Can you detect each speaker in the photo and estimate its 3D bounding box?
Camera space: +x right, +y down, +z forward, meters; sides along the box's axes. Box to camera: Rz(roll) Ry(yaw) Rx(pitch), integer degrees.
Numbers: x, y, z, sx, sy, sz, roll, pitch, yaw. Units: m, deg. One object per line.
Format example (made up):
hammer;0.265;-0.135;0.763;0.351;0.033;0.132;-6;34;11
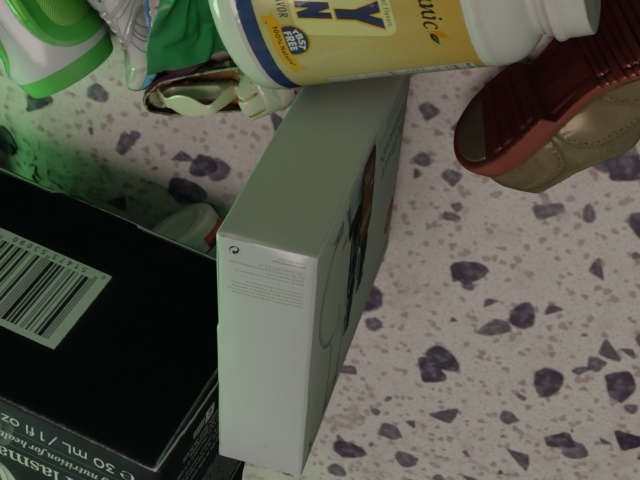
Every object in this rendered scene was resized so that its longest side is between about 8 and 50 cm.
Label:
speaker;-0.345;-0.302;1.107;0.131;0.131;0.296;-14;121;28

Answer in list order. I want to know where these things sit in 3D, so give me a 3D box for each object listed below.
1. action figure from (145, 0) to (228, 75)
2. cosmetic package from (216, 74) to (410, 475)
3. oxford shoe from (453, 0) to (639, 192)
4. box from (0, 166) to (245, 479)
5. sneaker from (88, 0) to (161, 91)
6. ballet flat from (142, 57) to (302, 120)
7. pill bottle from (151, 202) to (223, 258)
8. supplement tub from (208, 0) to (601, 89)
action figure;-0.122;-0.280;1.047;0.063;0.137;0.232;49;151;28
cosmetic package;0.000;0.000;1.063;0.097;0.377;0.284;15;131;9
oxford shoe;0.297;-0.164;1.027;0.130;0.123;0.348;25;136;-37
box;-0.346;0.208;1.300;0.480;0.297;0.471;22;137;11
sneaker;-0.214;-0.250;1.125;0.083;0.071;0.190;-7;127;-21
ballet flat;-0.098;-0.166;1.162;0.222;0.079;0.077;-3;127;21
pill bottle;-0.133;0.057;1.332;0.108;0.108;0.193;-18;119;30
supplement tub;0.077;-0.261;0.927;0.316;0.228;0.228;-3;126;22
